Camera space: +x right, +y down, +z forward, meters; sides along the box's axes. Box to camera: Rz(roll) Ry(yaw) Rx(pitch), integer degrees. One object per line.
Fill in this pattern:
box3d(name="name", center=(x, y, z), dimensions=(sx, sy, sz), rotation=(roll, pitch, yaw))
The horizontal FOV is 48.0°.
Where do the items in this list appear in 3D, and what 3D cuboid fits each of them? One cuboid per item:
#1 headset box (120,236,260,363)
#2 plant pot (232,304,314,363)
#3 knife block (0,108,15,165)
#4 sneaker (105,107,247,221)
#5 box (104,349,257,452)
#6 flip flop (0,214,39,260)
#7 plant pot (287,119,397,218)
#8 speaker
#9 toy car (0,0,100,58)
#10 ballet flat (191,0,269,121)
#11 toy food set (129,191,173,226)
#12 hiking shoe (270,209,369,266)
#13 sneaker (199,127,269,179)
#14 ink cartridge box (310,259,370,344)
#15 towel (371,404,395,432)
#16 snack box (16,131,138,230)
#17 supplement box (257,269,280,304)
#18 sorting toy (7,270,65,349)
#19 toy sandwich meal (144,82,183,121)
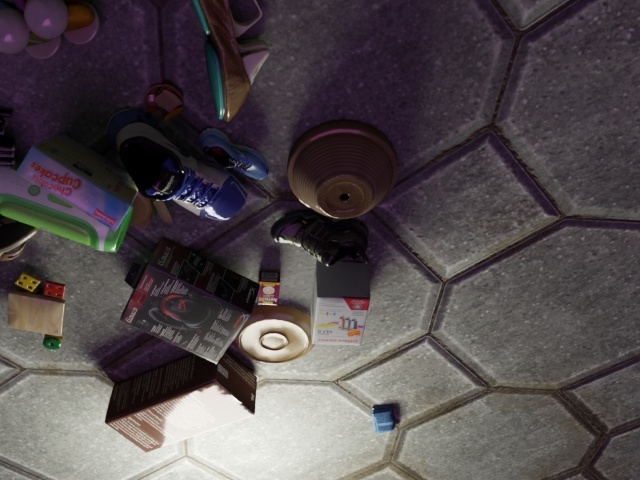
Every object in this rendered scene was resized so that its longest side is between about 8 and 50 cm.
box3d(name="headset box", center=(-0.326, 0.141, 1.720), dimensions=(0.293, 0.110, 0.218), rotation=(26, 127, -11))
box3d(name="plant pot", center=(-0.124, 0.260, 1.911), dimensions=(0.236, 0.032, 0.236), rotation=(0, 132, 0))
box3d(name="knife block", center=(-0.750, -0.210, 1.418), dimensions=(0.276, 0.088, 0.242), rotation=(-24, 128, 19))
box3d(name="sneaker", center=(-0.289, -0.119, 1.434), dimensions=(0.315, 0.182, 0.127), rotation=(36, 104, -30))
box3d(name="box", center=(-0.387, 0.443, 2.004), dimensions=(0.381, 0.143, 0.191), rotation=(-22, 129, 20))
box3d(name="flip flop", center=(-0.717, 0.007, 1.621), dimensions=(0.277, 0.112, 0.080), rotation=(-37, 153, 22))
box3d(name="plant pot", center=(0.047, -0.125, 1.505), dimensions=(0.237, 0.109, 0.237), rotation=(0, 132, 0))
box3d(name="speaker", center=(-0.554, -0.075, 1.503), dimensions=(0.297, 0.131, 0.131), rotation=(20, 130, -8))
box3d(name="toy car", center=(-0.484, -0.396, 1.233), dimensions=(0.182, 0.159, 0.136), rotation=(-16, 97, 14))
box3d(name="ballet flat", center=(-0.161, -0.373, 1.286), dimensions=(0.124, 0.116, 0.342), rotation=(-19, 130, -10))
box3d(name="toy food set", center=(-0.429, -0.083, 1.587), dimensions=(0.192, 0.038, 0.132), rotation=(-8, 126, 13))
box3d(name="hiking shoe", center=(0.000, 0.000, 1.615), dimensions=(0.227, 0.114, 0.086), rotation=(4, 132, -5))
box3d(name="sneaker", center=(-0.181, -0.164, 1.486), dimensions=(0.162, 0.073, 0.063), rotation=(27, 127, -24))
box3d(name="ink cartridge box", center=(0.045, 0.154, 1.751), dimensions=(0.128, 0.127, 0.176), rotation=(2, 134, -4))
box3d(name="towel", center=(0.192, 0.545, 2.186), dimensions=(0.067, 0.029, 0.119), rotation=(-8, 132, 4))
box3d(name="snack box", center=(-0.437, -0.119, 1.347), dimensions=(0.187, 0.322, 0.060), rotation=(32, 95, -15))
box3d(name="supplement box", center=(-0.128, 0.116, 1.768), dimensions=(0.055, 0.043, 0.083), rotation=(2, 133, -4))
box3d(name="sorting toy", center=(-0.707, 0.165, 1.796), dimensions=(0.132, 0.046, 0.274), rotation=(12, 132, -12))
box3d(name="toy sandwich meal", center=(-0.307, -0.270, 1.413), dimensions=(0.086, 0.029, 0.085), rotation=(-1, 133, -1))
